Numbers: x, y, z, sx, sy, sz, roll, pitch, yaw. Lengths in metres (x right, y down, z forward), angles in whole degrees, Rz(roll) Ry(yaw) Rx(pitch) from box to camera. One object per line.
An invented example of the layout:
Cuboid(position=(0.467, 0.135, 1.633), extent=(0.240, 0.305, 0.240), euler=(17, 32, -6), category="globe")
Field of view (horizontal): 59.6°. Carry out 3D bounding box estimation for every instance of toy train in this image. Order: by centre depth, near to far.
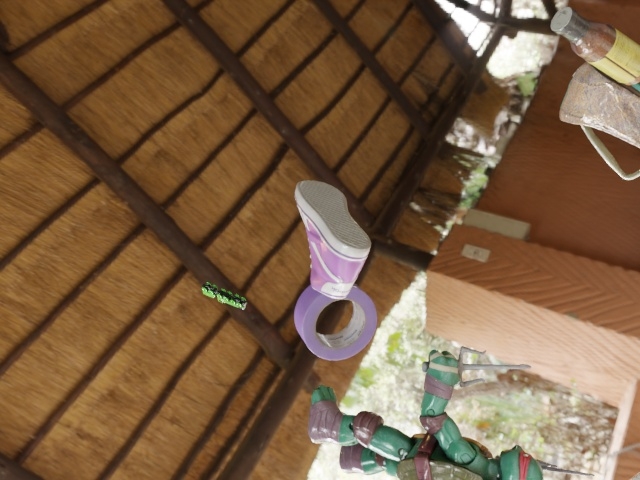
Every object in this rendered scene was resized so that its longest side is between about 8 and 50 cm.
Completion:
Cuboid(position=(-0.154, 0.090, 0.896), extent=(0.017, 0.083, 0.024), euler=(-56, -22, -36), category="toy train")

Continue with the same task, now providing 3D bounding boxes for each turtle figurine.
Cuboid(position=(0.112, 0.185, 0.505), extent=(0.118, 0.234, 0.175), euler=(-52, -51, -49), category="turtle figurine")

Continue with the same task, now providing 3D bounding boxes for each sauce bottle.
Cuboid(position=(0.297, -0.207, 0.590), extent=(0.128, 0.042, 0.042), euler=(19, -92, -27), category="sauce bottle")

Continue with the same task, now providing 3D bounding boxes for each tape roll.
Cuboid(position=(0.036, 0.188, 1.356), extent=(0.188, 0.080, 0.189), euler=(-5, -74, -16), category="tape roll")

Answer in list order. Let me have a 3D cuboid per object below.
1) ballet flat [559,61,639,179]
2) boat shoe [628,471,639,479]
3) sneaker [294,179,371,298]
Cuboid(position=(0.439, -0.104, 0.692), extent=(0.107, 0.316, 0.106), euler=(-27, -27, -53), category="ballet flat")
Cuboid(position=(0.377, 0.294, 0.522), extent=(0.127, 0.158, 0.340), euler=(-39, -42, 7), category="boat shoe")
Cuboid(position=(-0.001, 0.000, 1.106), extent=(0.282, 0.102, 0.161), euler=(-113, 33, -51), category="sneaker")
